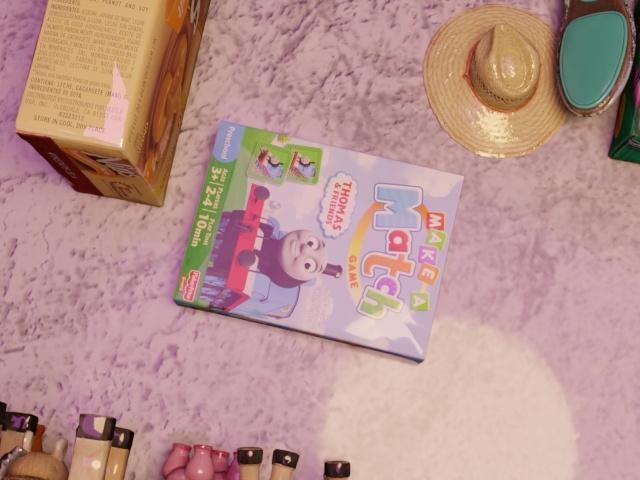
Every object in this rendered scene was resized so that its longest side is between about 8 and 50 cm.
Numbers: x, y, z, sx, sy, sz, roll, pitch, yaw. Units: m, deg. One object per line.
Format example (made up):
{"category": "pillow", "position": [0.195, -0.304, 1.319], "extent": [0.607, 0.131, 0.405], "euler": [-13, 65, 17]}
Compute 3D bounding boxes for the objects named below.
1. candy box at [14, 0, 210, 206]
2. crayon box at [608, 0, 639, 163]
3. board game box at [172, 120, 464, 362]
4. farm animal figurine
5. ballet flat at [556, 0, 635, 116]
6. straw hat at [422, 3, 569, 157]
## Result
{"category": "candy box", "position": [-0.144, -0.202, 0.816], "extent": [0.088, 0.183, 0.316], "euler": [10, 79, 1]}
{"category": "crayon box", "position": [0.399, -0.128, 0.848], "extent": [0.279, 0.081, 0.165], "euler": [11, 81, 3]}
{"category": "board game box", "position": [0.000, 0.000, 0.847], "extent": [0.212, 0.039, 0.160], "euler": [13, 78, 2]}
{"category": "farm animal figurine", "position": [-0.154, 0.209, 0.672], "extent": [0.330, 0.327, 0.172], "euler": [3, 74, 15]}
{"category": "ballet flat", "position": [0.240, -0.187, 0.871], "extent": [0.070, 0.070, 0.188], "euler": [6, 77, 1]}
{"category": "straw hat", "position": [0.159, -0.148, 0.866], "extent": [0.145, 0.061, 0.144], "euler": [0, 79, 1]}
